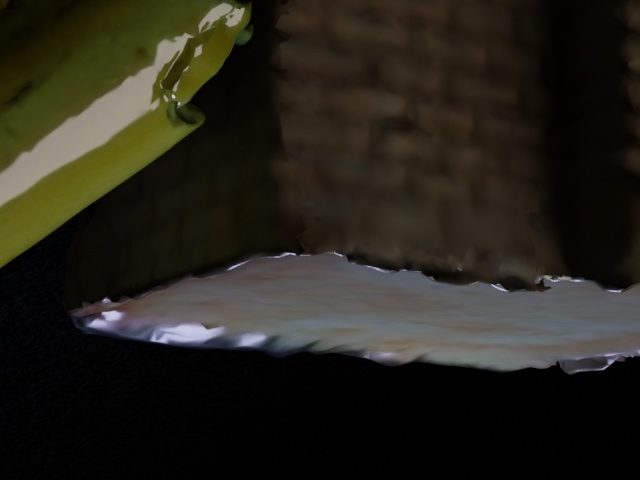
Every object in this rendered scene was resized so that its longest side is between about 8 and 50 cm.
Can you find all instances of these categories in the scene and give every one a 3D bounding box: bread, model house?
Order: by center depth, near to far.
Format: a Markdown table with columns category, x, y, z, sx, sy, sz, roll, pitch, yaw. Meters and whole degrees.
| category | x | y | z | sx | sy | sz | roll | pitch | yaw |
| --- | --- | --- | --- | --- | --- | --- | --- | --- | --- |
| bread | -0.246 | -0.080 | 0.825 | 0.376 | 0.251 | 0.208 | -36 | -177 | -6 |
| model house | 0.078 | -0.128 | 1.083 | 0.445 | 0.400 | 0.395 | 7 | 169 | -29 |
